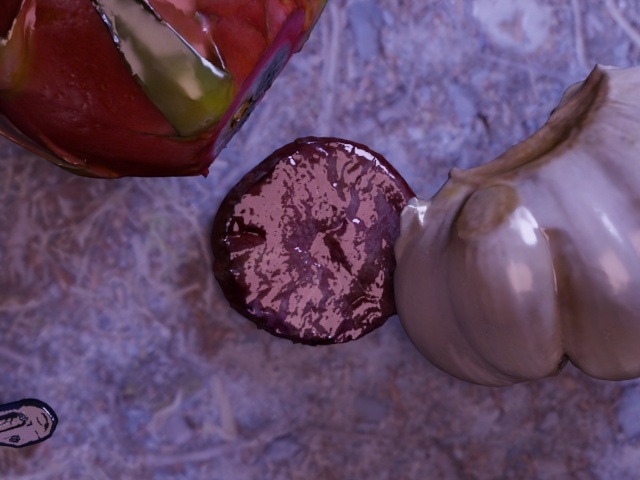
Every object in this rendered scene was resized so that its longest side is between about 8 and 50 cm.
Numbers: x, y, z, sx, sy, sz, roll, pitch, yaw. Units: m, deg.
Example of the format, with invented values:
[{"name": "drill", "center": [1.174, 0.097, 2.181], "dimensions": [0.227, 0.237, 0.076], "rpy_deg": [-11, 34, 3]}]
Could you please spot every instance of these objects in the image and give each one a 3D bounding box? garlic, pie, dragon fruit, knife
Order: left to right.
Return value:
[{"name": "knife", "center": [-0.235, 0.131, 0.842], "dimensions": [0.121, 0.018, 0.031], "rpy_deg": [-15, 94, -10]}, {"name": "dragon fruit", "center": [-0.122, -0.146, 0.756], "dimensions": [0.227, 0.224, 0.224], "rpy_deg": [30, 86, -6]}, {"name": "pie", "center": [0.000, 0.000, 0.880], "dimensions": [0.154, 0.036, 0.154], "rpy_deg": [-1, 92, -13]}, {"name": "garlic", "center": [0.205, 0.009, 0.855], "dimensions": [0.281, 0.184, 0.203], "rpy_deg": [-43, 130, -14]}]
